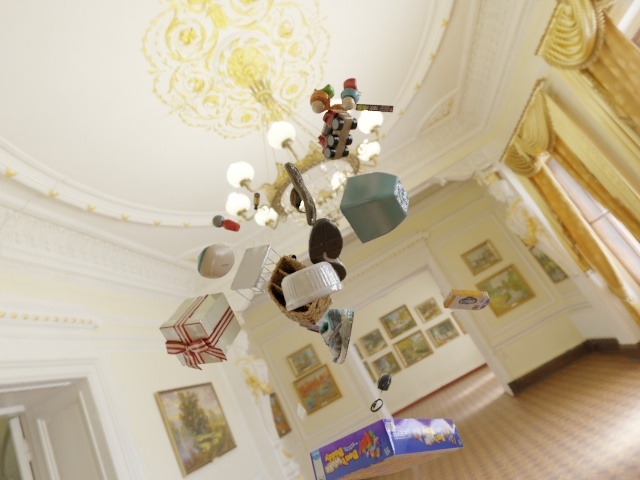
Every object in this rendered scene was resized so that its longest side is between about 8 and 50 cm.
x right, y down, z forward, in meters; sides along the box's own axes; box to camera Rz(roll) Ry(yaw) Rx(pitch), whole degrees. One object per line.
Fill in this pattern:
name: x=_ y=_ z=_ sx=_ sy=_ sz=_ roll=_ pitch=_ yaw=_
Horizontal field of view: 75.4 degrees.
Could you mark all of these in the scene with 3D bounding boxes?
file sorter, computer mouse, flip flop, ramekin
file sorter: x=-0.349 y=0.192 z=2.365 sx=0.192 sy=0.278 sz=0.173 roll=-11 pitch=-42 yaw=35
computer mouse: x=0.318 y=0.797 z=2.188 sx=0.242 sy=0.071 sz=0.041 roll=-56 pitch=-34 yaw=-45
flip flop: x=-0.091 y=-0.181 z=1.645 sx=0.080 sy=0.277 sz=0.112 roll=-27 pitch=-5 yaw=13
ramekin: x=-0.035 y=0.152 z=1.412 sx=0.207 sy=0.109 sz=0.207 roll=-22 pitch=-9 yaw=-4

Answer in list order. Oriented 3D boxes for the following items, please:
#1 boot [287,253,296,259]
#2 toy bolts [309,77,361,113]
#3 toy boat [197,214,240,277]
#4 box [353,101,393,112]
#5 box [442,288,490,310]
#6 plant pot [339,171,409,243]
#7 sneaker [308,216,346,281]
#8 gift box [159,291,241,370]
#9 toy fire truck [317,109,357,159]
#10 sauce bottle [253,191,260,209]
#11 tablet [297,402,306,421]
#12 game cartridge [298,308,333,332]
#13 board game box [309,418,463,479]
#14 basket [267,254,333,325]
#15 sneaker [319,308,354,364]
boot: x=-0.189 y=0.166 z=2.224 sx=0.106 sy=0.082 sz=0.219 roll=142 pitch=151 yaw=-75
toy bolts: x=0.082 y=-0.613 z=1.901 sx=0.228 sy=0.159 sz=0.218 roll=-11 pitch=-45 yaw=30
toy boat: x=-0.515 y=0.035 z=2.081 sx=0.267 sy=0.148 sz=0.318 roll=20 pitch=-91 yaw=-76
box: x=0.265 y=-0.699 z=2.168 sx=0.206 sy=0.114 sz=0.036 roll=-2 pitch=-66 yaw=-16
box: x=0.476 y=0.193 z=1.341 sx=0.136 sy=0.028 sz=0.081 roll=4 pitch=-40 yaw=-8
plant pot: x=0.272 y=-0.175 z=1.946 sx=0.252 sy=0.247 sz=0.248 roll=-15 pitch=-52 yaw=31
sneaker: x=-0.001 y=0.001 z=1.991 sx=0.169 sy=0.258 sz=0.448 roll=-20 pitch=-40 yaw=-6
gift box: x=-0.516 y=0.418 z=1.847 sx=0.255 sy=0.276 sz=0.258 roll=-16 pitch=22 yaw=24
toy fire truck: x=0.052 y=-0.530 z=1.973 sx=0.158 sy=0.246 sz=0.217 roll=-14 pitch=-45 yaw=-37
sauce bottle: x=-0.401 y=-0.242 z=2.583 sx=0.042 sy=0.042 sz=0.128 roll=-18 pitch=-35 yaw=-30
tablet: x=-0.088 y=0.794 z=1.908 sx=0.006 sy=0.054 sz=0.083 roll=8 pitch=2 yaw=-26
game cartridge: x=0.005 y=0.480 z=2.517 sx=0.355 sy=0.230 sz=0.068 roll=22 pitch=-64 yaw=-26
board game box: x=0.177 y=0.532 z=1.053 sx=0.233 sy=0.078 sz=0.347 roll=-38 pitch=-39 yaw=27
basket: x=-0.120 y=0.248 z=2.007 sx=0.213 sy=0.299 sz=0.223 roll=-46 pitch=-35 yaw=-24
sneaker: x=0.057 y=0.366 z=1.612 sx=0.110 sy=0.122 sz=0.283 roll=-69 pitch=-13 yaw=-54
